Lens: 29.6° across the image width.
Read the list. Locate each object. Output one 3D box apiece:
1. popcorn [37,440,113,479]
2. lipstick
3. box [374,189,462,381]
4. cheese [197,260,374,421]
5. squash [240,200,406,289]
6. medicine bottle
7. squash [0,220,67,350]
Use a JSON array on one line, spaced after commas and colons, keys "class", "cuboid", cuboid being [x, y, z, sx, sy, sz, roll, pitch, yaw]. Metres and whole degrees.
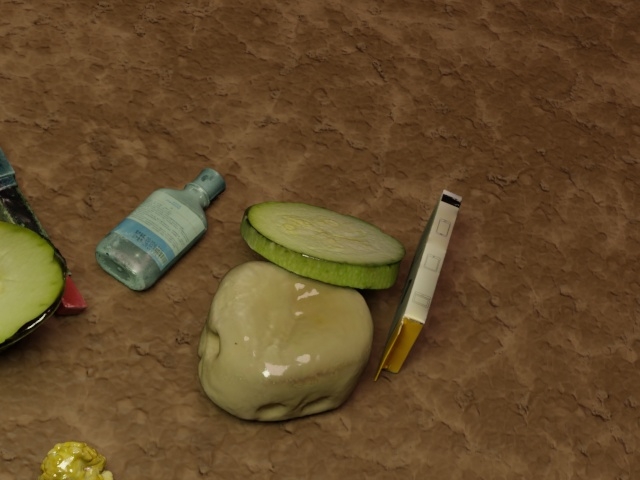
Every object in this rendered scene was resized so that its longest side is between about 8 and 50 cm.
[{"class": "popcorn", "cuboid": [-0.284, 0.265, 1.358, 0.084, 0.084, 0.084, 8, 53, -11]}, {"class": "lipstick", "cuboid": [-0.388, -0.024, 1.542, 0.051, 0.051, 0.312, -22, 66, -31]}, {"class": "box", "cuboid": [0.129, 0.063, 1.585, 0.033, 0.129, 0.247, 21, 53, 0]}, {"class": "cheese", "cuboid": [-0.048, 0.117, 1.500, 0.235, 0.117, 0.218, -31, 67, -36]}, {"class": "squash", "cuboid": [-0.001, 0.005, 1.574, 0.219, 0.041, 0.219, 14, 18, -5]}, {"class": "medicine bottle", "cuboid": [-0.201, -0.022, 1.592, 0.090, 0.053, 0.208, 34, 51, 11]}, {"class": "squash", "cuboid": [-0.399, 0.049, 1.423, 0.204, 0.155, 0.236, 19, 53, -5]}]
